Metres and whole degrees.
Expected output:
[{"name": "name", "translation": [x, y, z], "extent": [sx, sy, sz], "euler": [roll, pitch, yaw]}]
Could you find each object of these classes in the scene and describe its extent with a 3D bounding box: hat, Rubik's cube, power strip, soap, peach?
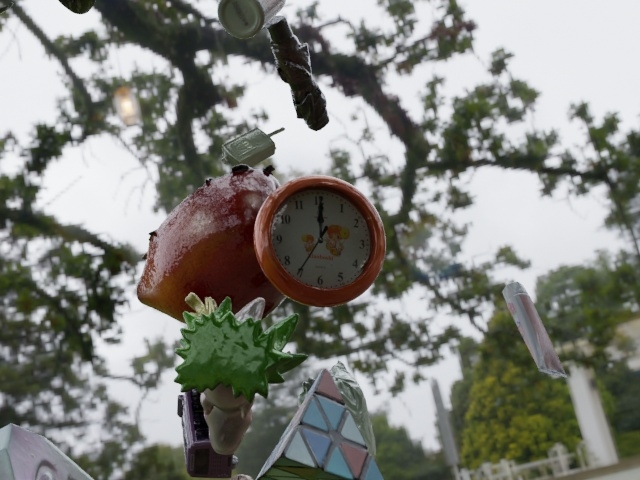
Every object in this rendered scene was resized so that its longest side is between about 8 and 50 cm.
[{"name": "hat", "translation": [-0.532, -0.537, 2.089], "extent": [0.121, 0.121, 0.050], "euler": [-19, 26, 20]}, {"name": "Rubik's cube", "translation": [-0.024, 0.368, 1.853], "extent": [0.284, 0.250, 0.234], "euler": [4, -6, 20]}, {"name": "power strip", "translation": [-0.152, -0.226, 2.321], "extent": [0.175, 0.075, 0.042], "euler": [-32, -32, -27]}, {"name": "soap", "translation": [-0.428, 0.453, 1.545], "extent": [0.115, 0.208, 0.347], "euler": [-27, -56, 13]}, {"name": "peach", "translation": [-0.176, 0.050, 1.792], "extent": [0.362, 0.201, 0.258], "euler": [-36, -40, 6]}]

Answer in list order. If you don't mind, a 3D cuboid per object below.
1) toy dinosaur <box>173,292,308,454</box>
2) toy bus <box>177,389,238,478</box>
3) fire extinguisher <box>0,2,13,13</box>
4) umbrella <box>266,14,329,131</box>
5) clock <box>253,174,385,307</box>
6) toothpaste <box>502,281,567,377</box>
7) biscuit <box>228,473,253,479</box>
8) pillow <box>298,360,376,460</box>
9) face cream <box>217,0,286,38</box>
[{"name": "toy dinosaur", "translation": [-0.091, 0.158, 1.185], "extent": [0.152, 0.194, 0.177], "euler": [0, -15, -1]}, {"name": "toy bus", "translation": [-0.194, 0.324, 1.683], "extent": [0.098, 0.087, 0.178], "euler": [-1, 26, -11]}, {"name": "fire extinguisher", "translation": [-0.697, -0.479, 1.832], "extent": [0.231, 0.099, 0.071], "euler": [26, -24, -9]}, {"name": "umbrella", "translation": [-0.057, -0.417, 2.434], "extent": [0.090, 0.094, 0.326], "euler": [-4, -51, 25]}, {"name": "clock", "translation": [0.000, 0.000, 1.469], "extent": [0.205, 0.205, 0.051], "euler": [-7, -12, -19]}, {"name": "toothpaste", "translation": [0.368, 0.156, 1.696], "extent": [0.067, 0.194, 0.043], "euler": [16, -52, -31]}, {"name": "biscuit", "translation": [-0.165, 0.578, 2.013], "extent": [0.027, 0.187, 0.188], "euler": [6, -24, -34]}, {"name": "pillow", "translation": [0.046, 0.463, 2.423], "extent": [0.138, 0.310, 0.283], "euler": [-15, -4, 21]}, {"name": "face cream", "translation": [-0.123, -0.503, 2.011], "extent": [0.101, 0.101, 0.251], "euler": [-23, 21, 30]}]
